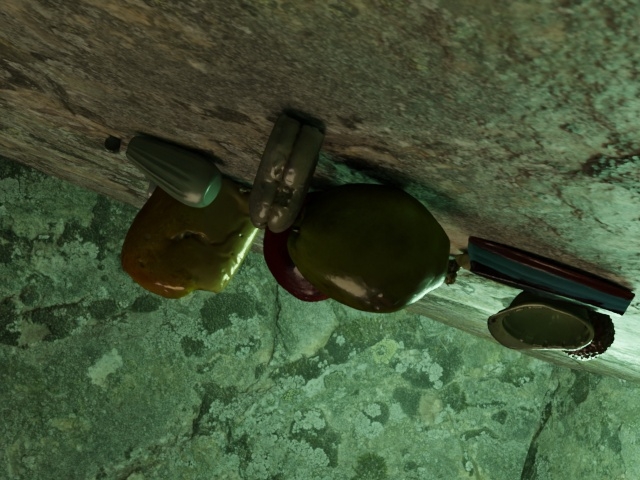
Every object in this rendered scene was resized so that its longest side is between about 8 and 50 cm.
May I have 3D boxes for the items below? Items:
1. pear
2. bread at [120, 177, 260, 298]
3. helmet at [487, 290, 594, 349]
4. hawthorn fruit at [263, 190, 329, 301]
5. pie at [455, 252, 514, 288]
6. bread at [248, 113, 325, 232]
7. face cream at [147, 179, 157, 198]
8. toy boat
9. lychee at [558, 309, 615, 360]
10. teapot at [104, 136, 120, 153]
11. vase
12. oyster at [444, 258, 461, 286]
[{"bbox_3d":[0.096,0.017,1.319,0.321,0.269,0.269,14,173,-7],"label":"pear"},{"bbox_3d":[-0.381,-0.025,1.886,0.361,0.394,0.250,16,156,43],"label":"bread"},{"bbox_3d":[0.566,0.178,1.696,0.257,0.137,0.204,-5,136,33],"label":"helmet"},{"bbox_3d":[0.000,0.000,1.551,0.265,0.265,0.307,20,152,-2],"label":"hawthorn fruit"},{"bbox_3d":[0.431,0.076,1.684,0.185,0.052,0.218,14,175,26],"label":"pie"},{"bbox_3d":[-0.068,-0.107,1.225,0.102,0.183,0.337,17,175,-3],"label":"bread"},{"bbox_3d":[-0.528,-0.168,2.227,0.095,0.091,0.091,14,174,-14],"label":"face cream"},{"bbox_3d":[0.515,0.086,1.519,0.392,0.079,0.136,17,172,-2],"label":"toy boat"},{"bbox_3d":[0.694,0.242,1.779,0.165,0.165,0.197,21,145,-13],"label":"lychee"},{"bbox_3d":[-0.589,-0.268,1.886,0.042,0.043,0.110,22,176,-15],"label":"teapot"},{"bbox_3d":[-0.373,-0.181,1.670,0.248,0.128,0.128,28,173,8],"label":"vase"},{"bbox_3d":[0.330,0.075,1.845,0.061,0.106,0.200,38,155,-22],"label":"oyster"}]
